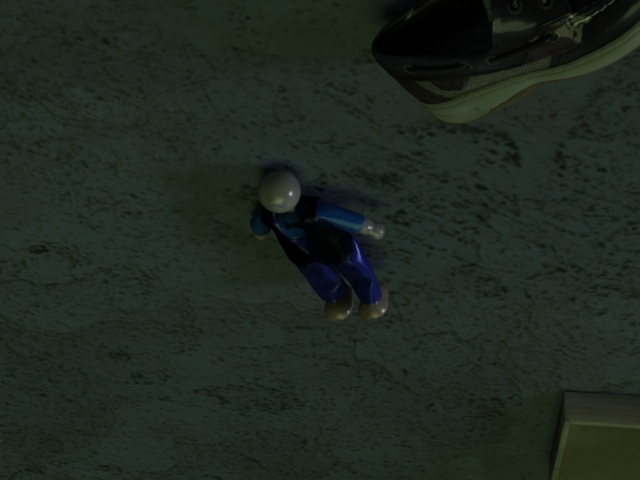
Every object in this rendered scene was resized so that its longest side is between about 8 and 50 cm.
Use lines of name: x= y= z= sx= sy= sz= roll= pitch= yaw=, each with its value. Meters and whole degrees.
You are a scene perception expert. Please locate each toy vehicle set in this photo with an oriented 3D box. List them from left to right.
toy vehicle set: x=0.381 y=0.221 z=1.886 sx=0.266 sy=0.035 sz=0.166 roll=4 pitch=147 yaw=2

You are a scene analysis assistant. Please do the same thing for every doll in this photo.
doll: x=0.000 y=0.000 z=1.584 sx=0.129 sy=0.046 sz=0.189 roll=-4 pitch=141 yaw=30

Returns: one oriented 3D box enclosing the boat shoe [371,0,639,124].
boat shoe: x=0.147 y=-0.168 z=1.255 sx=0.092 sy=0.103 sz=0.285 roll=21 pitch=150 yaw=-32
